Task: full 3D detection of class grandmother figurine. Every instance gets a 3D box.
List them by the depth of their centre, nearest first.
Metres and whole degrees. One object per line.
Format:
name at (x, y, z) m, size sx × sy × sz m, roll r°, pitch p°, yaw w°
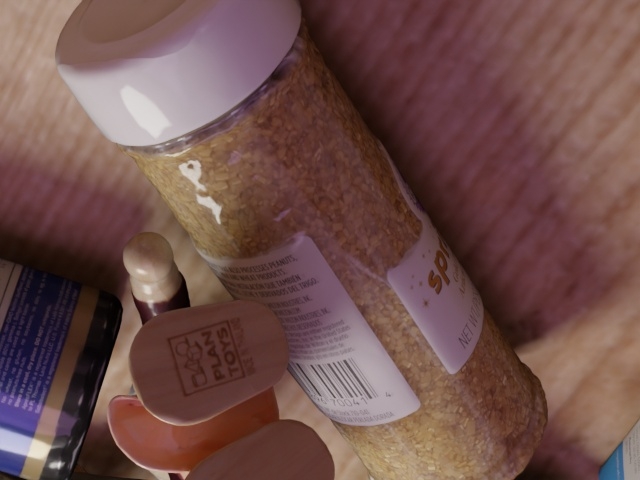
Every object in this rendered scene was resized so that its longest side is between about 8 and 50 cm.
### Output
grandmother figurine at (-0.068, 0.096, 0.970) m, size 0.104 × 0.207 × 0.342 m, roll -11°, pitch 173°, yaw -9°

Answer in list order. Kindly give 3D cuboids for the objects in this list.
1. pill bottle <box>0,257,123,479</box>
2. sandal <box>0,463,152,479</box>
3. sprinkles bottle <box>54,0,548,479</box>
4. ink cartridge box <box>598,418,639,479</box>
pill bottle at (-0.237, 0.058, 1.039) m, size 0.219 × 0.123 × 0.123 m, roll 18°, pitch 131°, yaw -7°
sandal at (-0.173, 0.176, 1.170) m, size 0.219 × 0.060 × 0.090 m, roll -1°, pitch 107°, yaw 23°
sprinkles bottle at (0.000, 0.000, 0.957) m, size 0.121 × 0.121 × 0.355 m, roll -19°, pitch 126°, yaw 22°
ink cartridge box at (0.257, 0.125, 1.070) m, size 0.104 × 0.060 × 0.180 m, roll 20°, pitch 130°, yaw -9°
